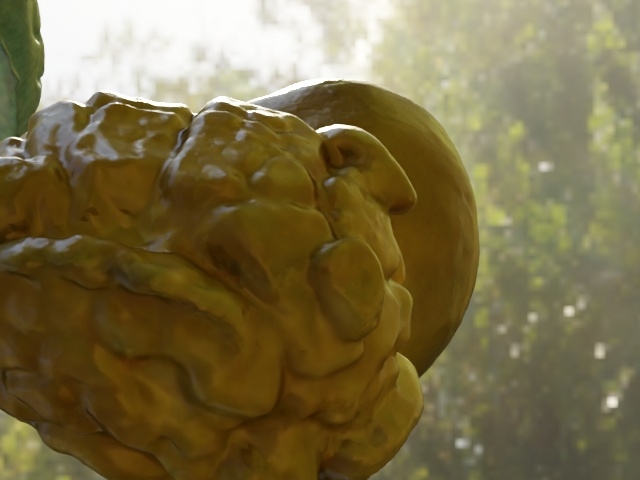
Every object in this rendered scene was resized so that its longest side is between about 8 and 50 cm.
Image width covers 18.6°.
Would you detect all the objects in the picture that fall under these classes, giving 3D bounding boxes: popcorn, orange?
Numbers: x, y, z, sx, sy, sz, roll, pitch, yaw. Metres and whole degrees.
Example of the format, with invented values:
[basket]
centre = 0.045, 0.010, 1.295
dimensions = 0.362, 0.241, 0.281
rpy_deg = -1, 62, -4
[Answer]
[popcorn]
centre = -0.047, 0.020, 0.734
dimensions = 0.163, 0.194, 0.140
rpy_deg = -53, 3, 21
[orange]
centre = 0.000, 0.000, 1.595
dimensions = 0.279, 0.235, 0.279
rpy_deg = -171, 90, -68

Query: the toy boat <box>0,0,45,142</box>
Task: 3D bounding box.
[toy boat]
centre = -0.321, -0.162, 1.544
dimensions = 0.330, 0.215, 0.123
rpy_deg = 101, -178, -51
